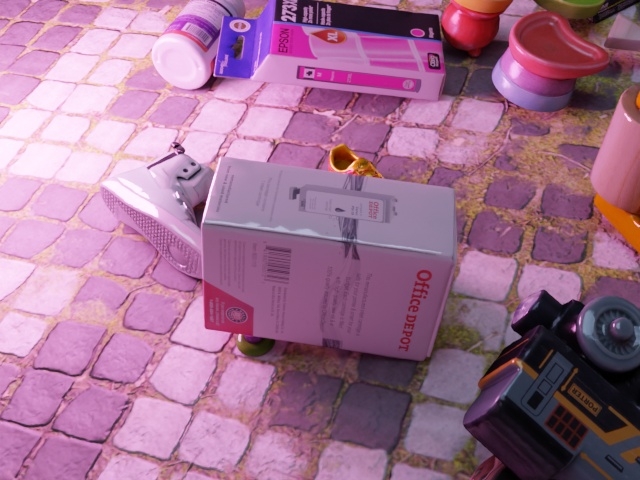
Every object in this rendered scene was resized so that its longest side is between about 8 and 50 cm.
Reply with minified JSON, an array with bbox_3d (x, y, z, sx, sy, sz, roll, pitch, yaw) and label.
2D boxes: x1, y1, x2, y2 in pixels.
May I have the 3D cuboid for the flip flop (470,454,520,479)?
[{"bbox_3d":[0.199,0.259,0.965,0.112,0.080,0.277,39,37,-7],"label":"flip flop"}]

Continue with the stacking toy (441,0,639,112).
[{"bbox_3d":[0.362,-0.329,1.525,0.279,0.130,0.309,-11,50,-24],"label":"stacking toy"}]

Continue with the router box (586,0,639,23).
[{"bbox_3d":[0.498,-0.438,1.635,0.122,0.038,0.092,-28,48,-18],"label":"router box"}]

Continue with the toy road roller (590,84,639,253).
[{"bbox_3d":[0.529,-0.064,1.158,0.240,0.202,0.329,-17,49,-24],"label":"toy road roller"}]

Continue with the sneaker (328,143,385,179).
[{"bbox_3d":[0.066,-0.078,1.329,0.064,0.067,0.175,-33,51,-24],"label":"sneaker"}]

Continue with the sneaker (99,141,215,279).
[{"bbox_3d":[-0.188,-0.052,1.325,0.151,0.094,0.256,-35,51,-27],"label":"sneaker"}]

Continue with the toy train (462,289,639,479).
[{"bbox_3d":[0.300,0.202,0.908,0.334,0.142,0.190,42,66,4],"label":"toy train"}]

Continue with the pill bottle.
[{"bbox_3d":[-0.206,-0.362,1.623,0.108,0.108,0.193,11,48,19],"label":"pill bottle"}]

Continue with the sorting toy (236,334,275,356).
[{"bbox_3d":[-0.085,0.098,1.196,0.061,0.042,0.102,4,47,13],"label":"sorting toy"}]

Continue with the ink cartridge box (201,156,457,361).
[{"bbox_3d":[0.007,0.027,1.104,0.283,0.207,0.117,8,49,1],"label":"ink cartridge box"}]

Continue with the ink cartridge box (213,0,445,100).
[{"bbox_3d":[0.017,-0.323,1.527,0.370,0.069,0.176,4,46,-3],"label":"ink cartridge box"}]
